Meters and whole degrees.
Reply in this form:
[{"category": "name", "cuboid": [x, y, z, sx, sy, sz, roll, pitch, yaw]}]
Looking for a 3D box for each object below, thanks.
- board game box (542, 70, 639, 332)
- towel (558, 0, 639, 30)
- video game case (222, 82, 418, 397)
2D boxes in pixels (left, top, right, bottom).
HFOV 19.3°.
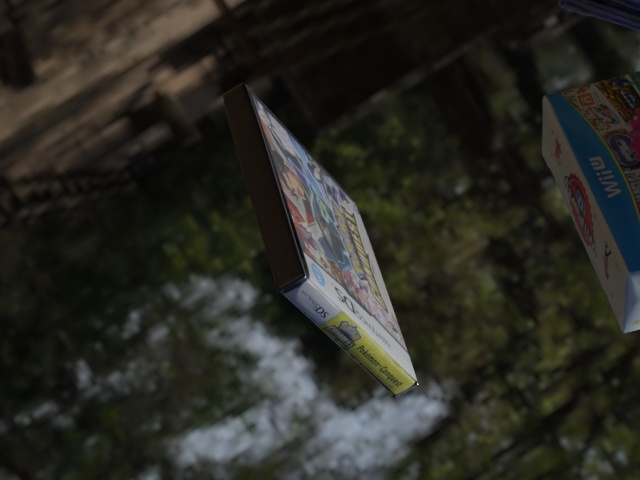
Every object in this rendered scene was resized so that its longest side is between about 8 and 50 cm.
[{"category": "board game box", "cuboid": [0.383, -0.062, 1.738, 0.303, 0.224, 0.097, -15, 144, -6]}, {"category": "towel", "cuboid": [0.367, -0.162, 1.443, 0.336, 0.040, 0.243, -1, -161, -43]}, {"category": "video game case", "cuboid": [0.000, 0.000, 1.969, 0.035, 0.248, 0.275, -30, -131, 14]}]
